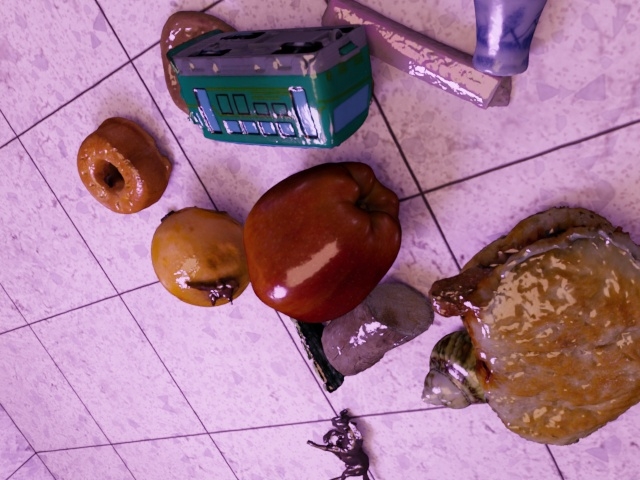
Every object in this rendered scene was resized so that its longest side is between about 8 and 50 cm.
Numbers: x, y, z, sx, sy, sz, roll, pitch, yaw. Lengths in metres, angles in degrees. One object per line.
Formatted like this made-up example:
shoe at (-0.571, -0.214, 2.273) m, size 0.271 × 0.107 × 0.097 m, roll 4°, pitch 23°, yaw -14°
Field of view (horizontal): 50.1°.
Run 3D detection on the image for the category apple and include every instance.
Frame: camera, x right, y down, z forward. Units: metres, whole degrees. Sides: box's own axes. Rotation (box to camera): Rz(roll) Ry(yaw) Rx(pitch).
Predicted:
apple at (0.000, 0.000, 1.325) m, size 0.317 × 0.288 × 0.288 m, roll -38°, pitch 95°, yaw 30°

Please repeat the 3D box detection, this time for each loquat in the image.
loquat at (-0.259, 0.043, 1.528) m, size 0.244 × 0.244 × 0.243 m, roll 15°, pitch 124°, yaw 23°

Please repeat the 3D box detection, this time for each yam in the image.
yam at (0.108, 0.187, 1.457) m, size 0.154 × 0.154 × 0.254 m, roll 47°, pitch 134°, yaw -2°

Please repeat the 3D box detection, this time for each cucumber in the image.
cucumber at (-0.003, 0.246, 1.600) m, size 0.086 × 0.115 × 0.193 m, roll -32°, pitch 97°, yaw -4°

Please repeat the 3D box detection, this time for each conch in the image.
conch at (0.292, 0.269, 1.389) m, size 0.124 × 0.187 × 0.181 m, roll 25°, pitch 96°, yaw -30°

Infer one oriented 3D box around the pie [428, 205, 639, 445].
pie at (0.442, 0.159, 1.215) m, size 0.395 × 0.180 × 0.418 m, roll -31°, pitch 102°, yaw 23°

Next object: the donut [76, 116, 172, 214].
donut at (-0.459, -0.169, 1.595) m, size 0.227 × 0.114 × 0.226 m, roll 15°, pitch 126°, yaw 22°

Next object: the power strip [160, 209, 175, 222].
power strip at (-0.341, -0.021, 1.668) m, size 0.038 × 0.029 × 0.111 m, roll -30°, pitch 103°, yaw 39°

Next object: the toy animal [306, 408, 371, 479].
toy animal at (0.062, 0.541, 1.738) m, size 0.148 × 0.084 × 0.232 m, roll -12°, pitch 108°, yaw 34°

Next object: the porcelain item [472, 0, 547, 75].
porcelain item at (0.284, -0.380, 1.021) m, size 0.141 × 0.141 × 0.259 m, roll 18°, pitch 134°, yaw 21°

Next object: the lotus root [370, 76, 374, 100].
lotus root at (0.068, -0.265, 1.263) m, size 0.049 × 0.054 × 0.099 m, roll 43°, pitch 131°, yaw 31°

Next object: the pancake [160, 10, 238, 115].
pancake at (-0.245, -0.354, 1.396) m, size 0.242 × 0.050 × 0.241 m, roll 14°, pitch 123°, yaw 23°

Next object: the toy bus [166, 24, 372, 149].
toy bus at (-0.082, -0.270, 1.215) m, size 0.344 × 0.183 × 0.199 m, roll 9°, pitch 126°, yaw 32°

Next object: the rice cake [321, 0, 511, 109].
rice cake at (0.159, -0.322, 1.174) m, size 0.365 × 0.056 × 0.072 m, roll 30°, pitch 131°, yaw 12°
